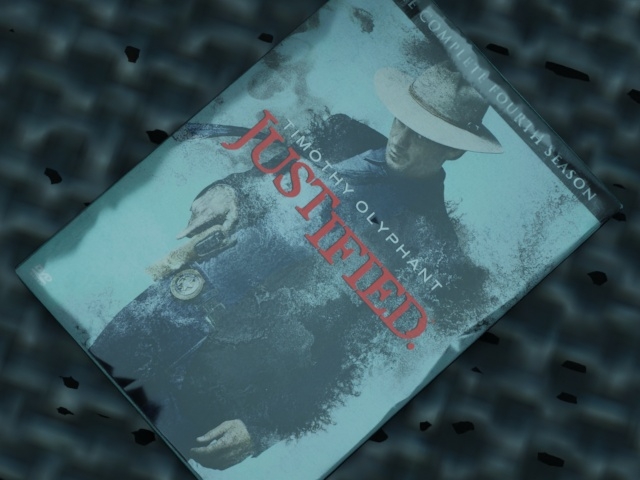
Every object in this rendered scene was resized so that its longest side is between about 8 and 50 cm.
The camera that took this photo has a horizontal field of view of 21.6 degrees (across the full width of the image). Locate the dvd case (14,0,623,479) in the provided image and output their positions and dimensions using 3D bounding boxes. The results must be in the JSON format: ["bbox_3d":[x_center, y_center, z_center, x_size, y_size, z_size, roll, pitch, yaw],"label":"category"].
[{"bbox_3d":[0.000,0.000,0.401,0.119,0.013,0.087,-41,85,-10],"label":"dvd case"}]
